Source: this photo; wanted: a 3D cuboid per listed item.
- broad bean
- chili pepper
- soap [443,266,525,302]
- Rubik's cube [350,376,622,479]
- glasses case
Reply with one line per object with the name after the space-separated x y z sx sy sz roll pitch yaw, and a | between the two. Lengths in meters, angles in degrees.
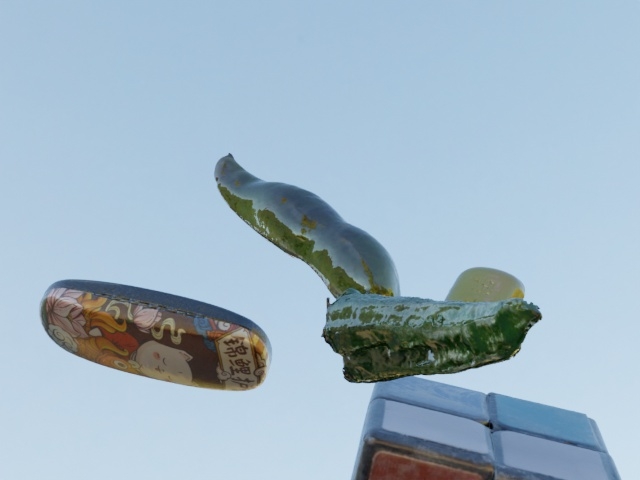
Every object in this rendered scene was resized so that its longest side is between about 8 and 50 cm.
0.000 0.000 1.191 0.077 0.339 0.061 -34 -43 -20 | broad bean
0.092 0.068 0.932 0.059 0.088 0.227 -33 10 -35 | chili pepper
0.190 0.083 1.405 0.089 0.140 0.045 16 -40 21 | soap
0.179 0.369 1.460 0.313 0.316 0.318 14 9 4 | Rubik's cube
-0.219 0.125 1.543 0.320 0.082 0.122 11 -45 12 | glasses case
